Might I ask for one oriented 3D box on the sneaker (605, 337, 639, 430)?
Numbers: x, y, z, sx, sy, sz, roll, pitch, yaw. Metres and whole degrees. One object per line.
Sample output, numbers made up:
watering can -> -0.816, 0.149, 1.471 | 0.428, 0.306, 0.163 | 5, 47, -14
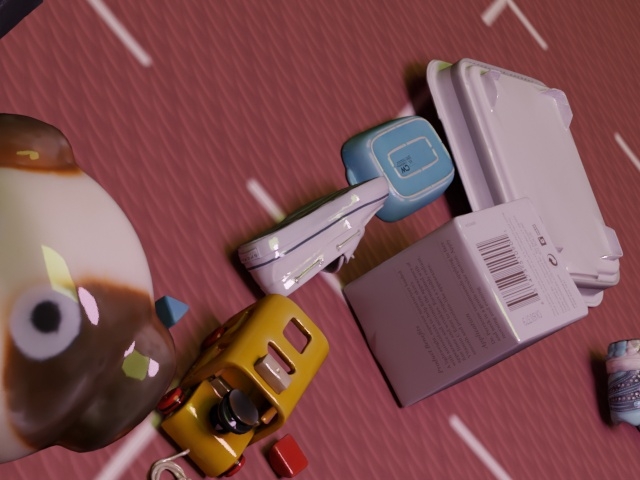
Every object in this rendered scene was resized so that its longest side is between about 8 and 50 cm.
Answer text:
sneaker -> 0.462, 0.225, 2.056 | 0.283, 0.110, 0.122 | 25, 67, -31

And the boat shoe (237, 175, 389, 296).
boat shoe -> 0.000, 0.000, 1.729 | 0.226, 0.083, 0.076 | -29, 99, -40

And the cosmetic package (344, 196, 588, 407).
cosmetic package -> 0.158, 0.067, 1.752 | 0.151, 0.183, 0.151 | -16, 77, -50

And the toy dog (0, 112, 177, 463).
toy dog -> -0.278, 0.098, 1.090 | 0.395, 0.408, 0.285 | -7, 71, -48

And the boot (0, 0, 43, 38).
boot -> -0.459, -0.209, 1.301 | 0.367, 0.146, 0.445 | 24, 36, -1

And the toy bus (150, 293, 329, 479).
toy bus -> -0.071, 0.140, 1.524 | 0.191, 0.104, 0.202 | 9, 58, -43

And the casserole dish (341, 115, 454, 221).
casserole dish -> 0.100, -0.092, 1.917 | 0.188, 0.037, 0.114 | -28, 86, -51

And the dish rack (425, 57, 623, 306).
dish rack -> 0.275, -0.083, 2.044 | 0.285, 0.072, 0.333 | 8, 60, -53
